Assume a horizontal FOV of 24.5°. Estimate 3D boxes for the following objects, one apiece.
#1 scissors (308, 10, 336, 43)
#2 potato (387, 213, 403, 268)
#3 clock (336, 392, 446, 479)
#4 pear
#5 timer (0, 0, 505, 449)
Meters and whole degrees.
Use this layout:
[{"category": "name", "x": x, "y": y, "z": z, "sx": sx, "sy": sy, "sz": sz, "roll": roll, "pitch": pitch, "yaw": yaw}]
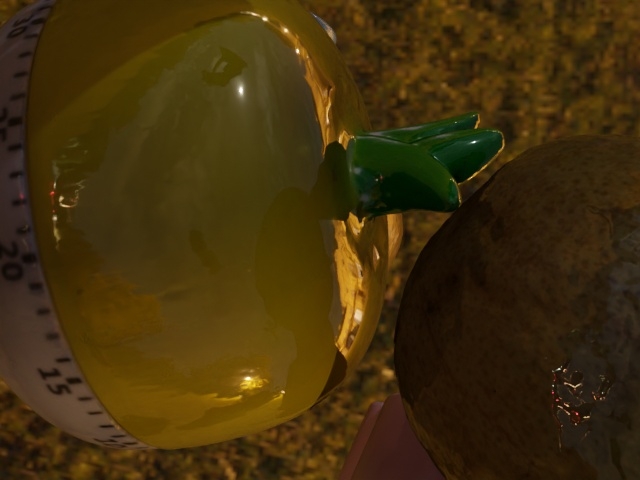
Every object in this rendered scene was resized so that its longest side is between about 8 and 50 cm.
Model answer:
[{"category": "scissors", "x": -0.153, "y": -0.211, "z": 1.007, "sx": 0.447, "sy": 0.192, "sz": 0.029, "roll": 27, "pitch": 81, "yaw": -58}, {"category": "potato", "x": 0.000, "y": 0.000, "z": 1.357, "sx": 0.203, "sy": 0.178, "sz": 0.158, "roll": -41, "pitch": 141, "yaw": 10}, {"category": "clock", "x": 0.165, "y": 0.192, "z": 0.806, "sx": 0.275, "sy": 0.290, "sz": 0.080, "roll": 42, "pitch": 64, "yaw": -35}, {"category": "pear", "x": 0.149, "y": 0.050, "z": 0.689, "sx": 0.228, "sy": 0.211, "sz": 0.188, "roll": -1, "pitch": 130, "yaw": -33}, {"category": "timer", "x": -0.034, "y": -0.025, "z": 0.791, "sx": 0.285, "sy": 0.285, "sz": 0.285, "roll": -8, "pitch": 100, "yaw": -52}]
